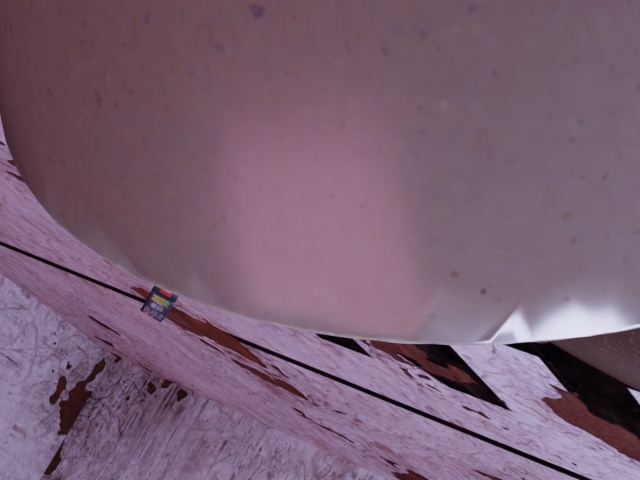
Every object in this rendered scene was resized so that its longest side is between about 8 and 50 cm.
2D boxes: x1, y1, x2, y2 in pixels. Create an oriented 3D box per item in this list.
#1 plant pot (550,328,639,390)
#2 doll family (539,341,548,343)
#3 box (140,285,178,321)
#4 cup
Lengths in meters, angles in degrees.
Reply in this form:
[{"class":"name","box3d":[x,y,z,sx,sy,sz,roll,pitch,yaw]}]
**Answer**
[{"class":"plant pot","box3d":[0.223,0.010,0.666,0.230,0.215,0.215,8,156,30]},{"class":"doll family","box3d":[0.148,0.053,1.327,0.193,0.076,0.111,20,144,49]},{"class":"box","box3d":[-0.198,0.045,1.906,0.036,0.114,0.207,31,166,-5]},{"class":"cup","box3d":[0.044,-0.167,0.402,0.331,0.331,0.237,21,136,31]}]
